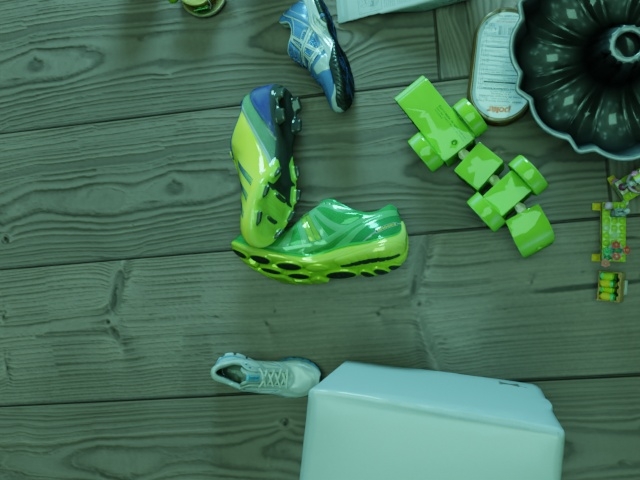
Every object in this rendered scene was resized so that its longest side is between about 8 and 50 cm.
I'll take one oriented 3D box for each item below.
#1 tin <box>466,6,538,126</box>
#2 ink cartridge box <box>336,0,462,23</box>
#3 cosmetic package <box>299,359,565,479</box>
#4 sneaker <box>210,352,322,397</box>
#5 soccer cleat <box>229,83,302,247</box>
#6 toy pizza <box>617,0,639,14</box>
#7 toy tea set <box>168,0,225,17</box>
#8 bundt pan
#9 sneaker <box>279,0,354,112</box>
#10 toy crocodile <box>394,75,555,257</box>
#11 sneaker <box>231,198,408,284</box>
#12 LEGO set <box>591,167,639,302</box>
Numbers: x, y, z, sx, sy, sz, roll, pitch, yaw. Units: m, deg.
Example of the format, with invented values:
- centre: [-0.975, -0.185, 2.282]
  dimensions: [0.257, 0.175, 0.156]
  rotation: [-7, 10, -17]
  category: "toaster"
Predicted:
- centre: [0.293, -0.280, 1.228]
  dimensions: [0.106, 0.040, 0.189]
  rotation: [6, 90, 15]
  category: "tin"
- centre: [0.130, -0.465, 1.264]
  dimensions: [0.225, 0.056, 0.181]
  rotation: [-7, 88, 29]
  category: "ink cartridge box"
- centre: [0.148, 0.403, 1.094]
  dimensions: [0.327, 0.329, 0.393]
  rotation: [6, 89, 11]
  category: "cosmetic package"
- centre: [-0.094, 0.229, 1.268]
  dimensions: [0.191, 0.083, 0.071]
  rotation: [2, 88, 9]
  category: "sneaker"
- centre: [-0.100, -0.119, 1.246]
  dimensions: [0.121, 0.093, 0.289]
  rotation: [-9, 65, 34]
  category: "soccer cleat"
- centre: [0.558, -0.387, 1.180]
  dimensions: [0.201, 0.032, 0.201]
  rotation: [0, 92, 13]
  category: "toy pizza"
- centre: [-0.186, -0.498, 1.274]
  dimensions: [0.336, 0.124, 0.200]
  rotation: [-26, 85, 9]
  category: "toy tea set"
- centre: [0.444, -0.279, 1.127]
  dimensions: [0.331, 0.124, 0.330]
  rotation: [1, 94, 11]
  category: "bundt pan"
- centre: [-0.003, -0.303, 1.268]
  dimensions: [0.081, 0.080, 0.211]
  rotation: [-22, 76, 16]
  category: "sneaker"
- centre: [0.246, -0.119, 1.209]
  dimensions: [0.115, 0.105, 0.340]
  rotation: [-43, 78, 7]
  category: "toy crocodile"
- centre: [0.000, 0.000, 1.257]
  dimensions: [0.296, 0.109, 0.123]
  rotation: [-4, 60, 15]
  category: "sneaker"
- centre: [0.484, -0.042, 1.151]
  dimensions: [0.132, 0.107, 0.287]
  rotation: [37, 95, 9]
  category: "LEGO set"
